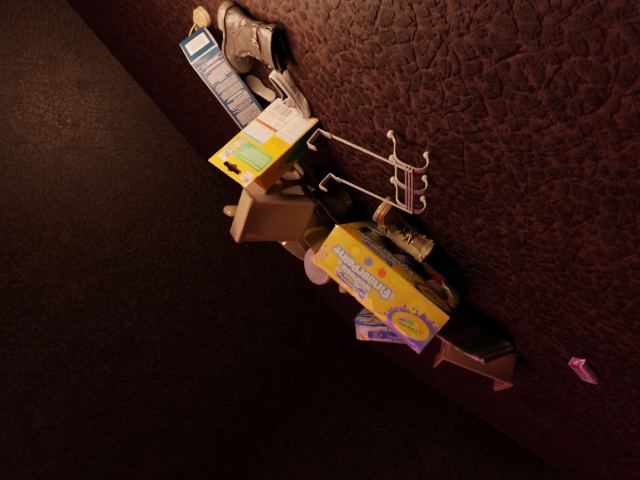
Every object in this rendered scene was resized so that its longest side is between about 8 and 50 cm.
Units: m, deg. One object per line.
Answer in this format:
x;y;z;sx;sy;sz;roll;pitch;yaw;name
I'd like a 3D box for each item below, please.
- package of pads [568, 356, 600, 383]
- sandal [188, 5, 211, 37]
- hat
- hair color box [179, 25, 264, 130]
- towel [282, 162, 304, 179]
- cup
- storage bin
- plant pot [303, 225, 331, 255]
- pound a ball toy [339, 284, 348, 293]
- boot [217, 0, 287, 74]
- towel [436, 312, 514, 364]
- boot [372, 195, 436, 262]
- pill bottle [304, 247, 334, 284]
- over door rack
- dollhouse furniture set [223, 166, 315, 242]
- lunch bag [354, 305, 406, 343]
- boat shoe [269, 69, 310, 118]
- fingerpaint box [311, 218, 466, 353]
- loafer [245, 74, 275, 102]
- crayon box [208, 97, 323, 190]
0.790;0.390;1.434;0.083;0.032;0.050;47;164;-11;package of pads
-0.417;-0.690;1.613;0.088;0.079;0.240;45;167;-4;sandal
0.050;-0.133;1.822;0.331;0.134;0.331;56;175;8;hat
-0.309;-0.519;1.609;0.347;0.105;0.174;52;-175;-49;hair color box
-0.186;-0.367;1.989;0.282;0.049;0.187;51;164;-21;towel
-0.098;-0.108;2.099;0.331;0.237;0.331;40;166;12;cup
0.599;0.476;1.879;0.262;0.123;0.260;19;160;11;storage bin
0.000;0.000;1.848;0.134;0.095;0.134;55;177;4;plant pot
0.211;0.168;2.001;0.208;0.136;0.319;9;176;14;pound a ball toy
-0.183;-0.537;1.367;0.229;0.091;0.263;40;164;20;boot
0.517;0.335;1.765;0.247;0.038;0.324;-3;-153;-44;towel
0.273;-0.028;1.537;0.203;0.095;0.262;41;173;20;boot
0.085;0.086;2.029;0.161;0.283;0.161;10;104;46;pill bottle
0.143;-0.202;1.323;0.324;0.108;0.239;17;158;18;over door rack
-0.239;-0.172;1.738;0.256;0.362;0.394;0;-144;-37;dollhouse furniture set
0.297;0.329;1.933;0.303;0.243;0.115;-2;103;22;lunch bag
-0.094;-0.439;1.457;0.066;0.063;0.184;31;161;44;boat shoe
0.246;0.125;1.614;0.445;0.163;0.371;40;-160;16;fingerpaint box
-0.202;-0.507;1.621;0.125;0.045;0.039;39;173;8;loafer
-0.174;-0.299;1.551;0.203;0.323;0.083;36;163;31;crayon box
